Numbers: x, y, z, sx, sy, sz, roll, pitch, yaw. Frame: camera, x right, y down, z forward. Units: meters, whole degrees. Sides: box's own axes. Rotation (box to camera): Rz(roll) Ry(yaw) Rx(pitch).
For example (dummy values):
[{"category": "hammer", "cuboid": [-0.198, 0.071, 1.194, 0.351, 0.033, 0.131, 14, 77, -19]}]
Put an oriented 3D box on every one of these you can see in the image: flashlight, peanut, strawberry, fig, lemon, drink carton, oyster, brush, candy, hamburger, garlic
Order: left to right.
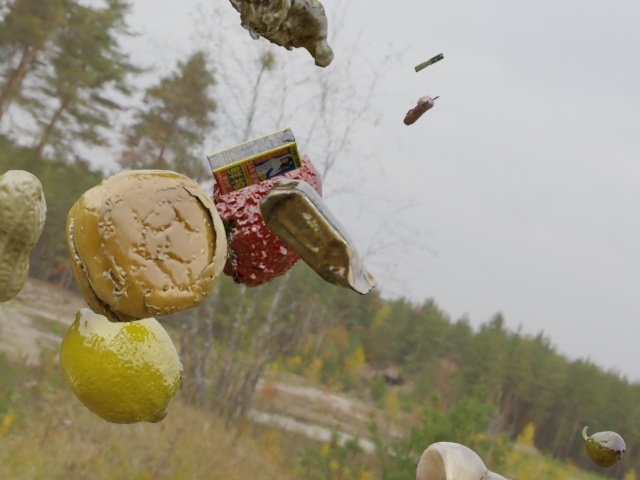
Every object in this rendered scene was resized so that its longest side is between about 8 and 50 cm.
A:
[{"category": "peanut", "cuboid": [-0.583, -0.011, 1.849, 0.125, 0.275, 0.111, 25, 22, 1]}, {"category": "lemon", "cuboid": [-0.444, 0.280, 2.238, 0.320, 0.245, 0.245, 56, -17, -19]}, {"category": "hamburger", "cuboid": [-0.226, 0.004, 1.312, 0.213, 0.214, 0.108, 22, -19, -25]}, {"category": "drink carton", "cuboid": [-0.122, -0.149, 1.865, 0.071, 0.165, 0.056, 75, -7, -51]}, {"category": "oyster", "cuboid": [-0.088, -0.400, 1.456, 0.110, 0.204, 0.396, -26, -19, 13]}, {"category": "strawberry", "cuboid": [-0.118, -0.044, 2.133, 0.257, 0.261, 0.261, -17, 9, -18]}, {"category": "candy", "cuboid": [0.000, 0.000, 1.831, 0.271, 0.101, 0.143, 46, 19, -1]}, {"category": "flashlight", "cuboid": [0.204, -0.273, 2.075, 0.031, 0.052, 0.110, 60, -32, 6]}, {"category": "brush", "cuboid": [0.271, -0.445, 2.499, 0.083, 0.016, 0.013, -25, -5, 28]}, {"category": "garlic", "cuboid": [0.229, 0.395, 1.563, 0.174, 0.124, 0.099, 32, -19, -6]}, {"category": "fig", "cuboid": [0.608, 0.448, 2.167, 0.098, 0.084, 0.082, 13, -28, 32]}]
